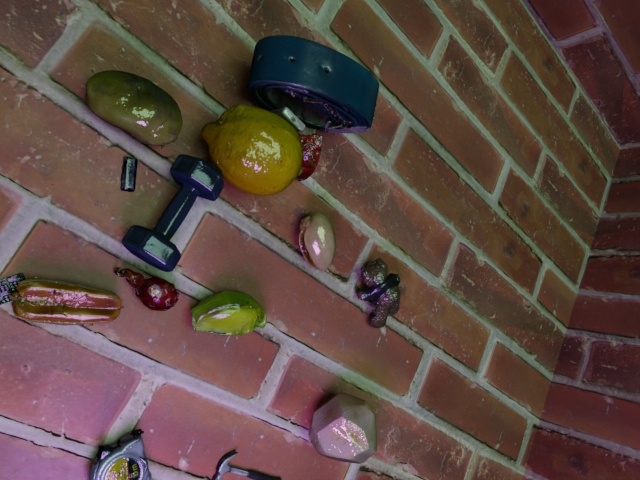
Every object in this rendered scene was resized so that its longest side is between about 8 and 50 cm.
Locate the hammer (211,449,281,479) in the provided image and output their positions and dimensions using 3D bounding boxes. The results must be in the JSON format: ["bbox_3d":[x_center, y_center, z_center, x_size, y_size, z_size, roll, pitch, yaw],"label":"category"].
[{"bbox_3d":[-0.217,0.734,1.485,0.246,0.029,0.103,31,74,-31],"label":"hammer"}]

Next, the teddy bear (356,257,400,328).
[{"bbox_3d":[0.233,0.192,1.728,0.181,0.129,0.252,-31,107,-32],"label":"teddy bear"}]

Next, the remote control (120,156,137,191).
[{"bbox_3d":[-0.525,-0.182,1.290,0.039,0.014,0.096,7,85,-33],"label":"remote control"}]

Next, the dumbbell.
[{"bbox_3d":[-0.399,-0.079,1.297,0.156,0.143,0.316,37,71,-28],"label":"dumbbell"}]

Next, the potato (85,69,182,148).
[{"bbox_3d":[-0.489,-0.351,1.242,0.248,0.143,0.169,22,39,-27],"label":"potato"}]

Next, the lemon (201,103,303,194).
[{"bbox_3d":[-0.192,-0.262,1.376,0.319,0.245,0.246,21,78,-27],"label":"lemon"}]

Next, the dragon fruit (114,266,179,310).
[{"bbox_3d":[-0.474,0.131,1.281,0.190,0.094,0.094,35,71,-24],"label":"dragon fruit"}]

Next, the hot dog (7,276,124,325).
[{"bbox_3d":[-0.629,0.158,1.181,0.269,0.072,0.110,15,90,-36],"label":"hot dog"}]

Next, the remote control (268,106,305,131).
[{"bbox_3d":[-0.121,-0.369,1.457,0.087,0.190,0.029,40,78,-27],"label":"remote control"}]

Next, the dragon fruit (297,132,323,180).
[{"bbox_3d":[-0.069,-0.273,1.519,0.120,0.161,0.127,-3,80,-36],"label":"dragon fruit"}]

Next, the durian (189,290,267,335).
[{"bbox_3d":[-0.268,0.218,1.414,0.250,0.101,0.139,0,125,-34],"label":"durian"}]

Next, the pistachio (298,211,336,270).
[{"bbox_3d":[0.000,0.000,1.580,0.145,0.117,0.201,-27,105,-36],"label":"pistachio"}]

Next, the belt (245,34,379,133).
[{"bbox_3d":[-0.018,-0.468,1.463,0.436,0.300,0.173,19,81,-36],"label":"belt"}]

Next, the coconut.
[{"bbox_3d":[0.088,0.624,1.566,0.197,0.236,0.237,2,88,-75],"label":"coconut"}]

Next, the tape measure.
[{"bbox_3d":[-0.510,0.688,1.250,0.163,0.084,0.331,-12,95,-31],"label":"tape measure"}]

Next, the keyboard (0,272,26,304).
[{"bbox_3d":[-0.797,0.137,1.103,0.195,0.018,0.060,-24,106,-31],"label":"keyboard"}]
